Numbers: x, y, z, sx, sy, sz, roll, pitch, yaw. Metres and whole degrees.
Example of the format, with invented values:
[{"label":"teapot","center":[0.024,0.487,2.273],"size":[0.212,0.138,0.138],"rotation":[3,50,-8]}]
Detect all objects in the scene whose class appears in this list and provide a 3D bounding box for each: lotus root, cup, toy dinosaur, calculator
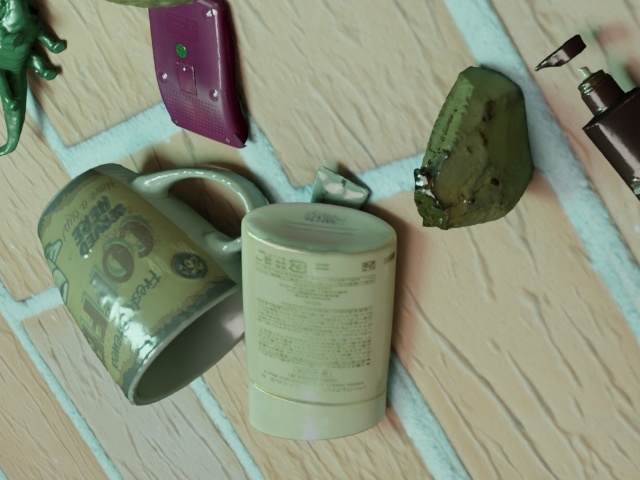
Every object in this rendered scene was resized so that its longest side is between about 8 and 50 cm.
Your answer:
[{"label":"lotus root","center":[0.148,-0.069,1.474],"size":[0.070,0.144,0.143],"rotation":[14,139,30]},{"label":"cup","center":[-0.198,0.011,1.880],"size":[0.257,0.227,0.301],"rotation":[48,116,12]},{"label":"toy dinosaur","center":[-0.383,-0.223,1.971],"size":[0.120,0.079,0.292],"rotation":[29,136,37]},{"label":"calculator","center":[-0.145,-0.199,1.765],"size":[0.126,0.034,0.190],"rotation":[23,134,37]}]

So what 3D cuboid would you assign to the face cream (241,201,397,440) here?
[{"label":"face cream","center":[-0.003,0.107,1.796],"size":[0.173,0.081,0.348],"rotation":[6,135,6]}]

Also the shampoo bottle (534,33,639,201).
[{"label":"shampoo bottle","center":[0.284,-0.079,1.367],"size":[0.236,0.068,0.067],"rotation":[53,-171,-2]}]

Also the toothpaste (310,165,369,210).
[{"label":"toothpaste","center":[0.000,0.000,1.775],"size":[0.064,0.041,0.218],"rotation":[29,138,7]}]

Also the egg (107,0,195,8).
[{"label":"egg","center":[-0.187,-0.367,1.480],"size":[0.279,0.279,0.310],"rotation":[16,140,39]}]
